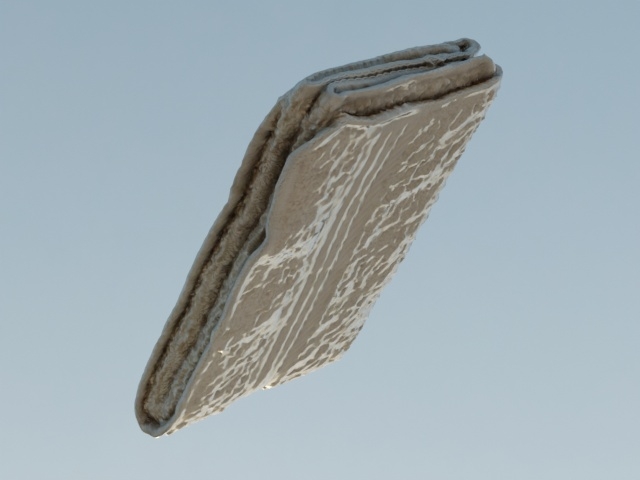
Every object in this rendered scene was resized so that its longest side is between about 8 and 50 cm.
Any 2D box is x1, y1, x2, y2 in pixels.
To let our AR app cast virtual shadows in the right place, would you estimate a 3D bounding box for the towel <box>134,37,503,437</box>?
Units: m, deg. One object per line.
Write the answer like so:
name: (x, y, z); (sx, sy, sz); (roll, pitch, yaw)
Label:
towel: (0.000, 0.000, 1.243); (0.187, 0.049, 0.282); (-19, -35, -45)
